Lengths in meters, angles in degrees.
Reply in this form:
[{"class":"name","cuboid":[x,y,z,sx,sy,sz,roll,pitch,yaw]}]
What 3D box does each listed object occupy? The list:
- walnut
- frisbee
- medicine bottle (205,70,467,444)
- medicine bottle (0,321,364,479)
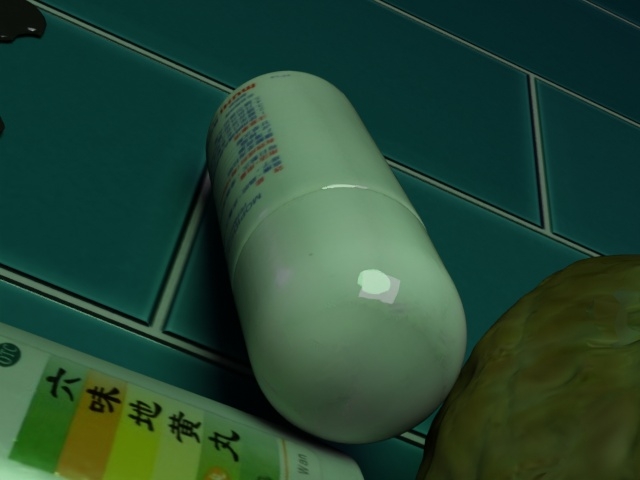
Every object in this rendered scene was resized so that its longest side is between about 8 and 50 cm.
[{"class":"walnut","cuboid":[0.214,0.150,0.602,0.306,0.306,0.344,33,43,4]},{"class":"frisbee","cuboid":[-0.319,-0.158,0.823,0.187,0.012,0.211,16,39,-18]},{"class":"medicine bottle","cuboid":[0.000,0.000,0.688,0.130,0.130,0.341,17,22,-18]},{"class":"medicine bottle","cuboid":[-0.141,0.130,0.513,0.324,0.124,0.179,21,30,-10]}]
